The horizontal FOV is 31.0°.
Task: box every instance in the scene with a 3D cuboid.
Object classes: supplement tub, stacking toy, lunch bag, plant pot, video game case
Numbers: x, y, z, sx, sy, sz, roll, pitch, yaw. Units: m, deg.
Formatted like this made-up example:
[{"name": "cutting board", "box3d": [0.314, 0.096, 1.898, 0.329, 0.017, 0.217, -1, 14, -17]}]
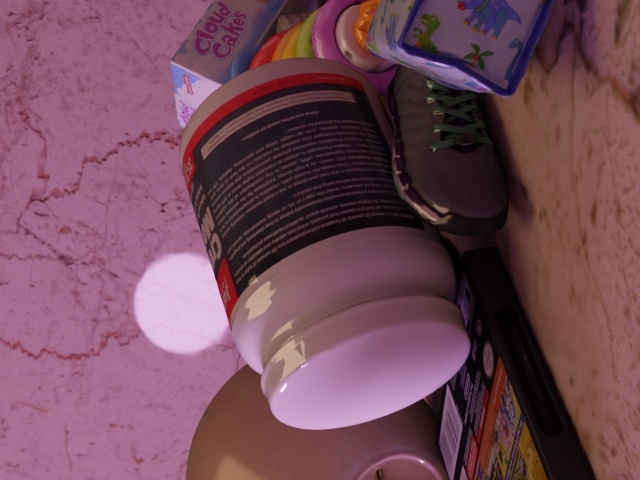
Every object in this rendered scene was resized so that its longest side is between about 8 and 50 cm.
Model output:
[{"name": "supplement tub", "box3d": [0.000, 0.000, 0.973, 0.191, 0.191, 0.272, 93, 160, -57]}, {"name": "stacking toy", "box3d": [0.032, -0.172, 1.099, 0.302, 0.175, 0.166, 138, 121, -67]}, {"name": "lunch bag", "box3d": [0.101, -0.171, 0.713, 0.129, 0.096, 0.151, -135, 66, -77]}, {"name": "plant pot", "box3d": [0.030, 0.256, 1.170, 0.191, 0.284, 0.284, 9, 109, 62]}, {"name": "video game case", "box3d": [0.152, 0.187, 0.945, 0.275, 0.035, 0.248, 91, 168, -46]}]

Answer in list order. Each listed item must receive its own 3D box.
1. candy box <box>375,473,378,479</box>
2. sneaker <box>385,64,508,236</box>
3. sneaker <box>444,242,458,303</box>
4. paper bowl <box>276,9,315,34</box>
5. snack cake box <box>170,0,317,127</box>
[{"name": "candy box", "box3d": [0.072, 0.418, 1.821, 0.206, 0.027, 0.105, 111, 147, -75]}, {"name": "sneaker", "box3d": [0.093, -0.099, 0.897, 0.224, 0.083, 0.098, -106, 16, -50]}, {"name": "sneaker", "box3d": [0.049, 0.017, 1.164, 0.286, 0.130, 0.109, -116, 17, -70]}, {"name": "paper bowl", "box3d": [-0.016, -0.138, 1.423, 0.284, 0.148, 0.284, 172, 90, -84]}, {"name": "snack cake box", "box3d": [-0.097, -0.275, 1.561, 0.264, 0.089, 0.152, -60, -9, -25]}]
